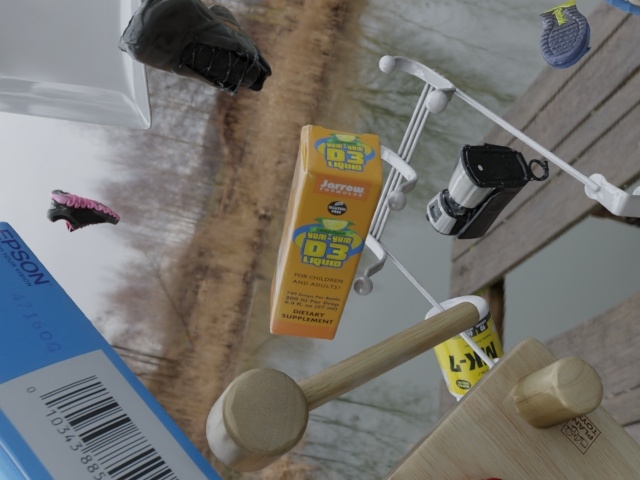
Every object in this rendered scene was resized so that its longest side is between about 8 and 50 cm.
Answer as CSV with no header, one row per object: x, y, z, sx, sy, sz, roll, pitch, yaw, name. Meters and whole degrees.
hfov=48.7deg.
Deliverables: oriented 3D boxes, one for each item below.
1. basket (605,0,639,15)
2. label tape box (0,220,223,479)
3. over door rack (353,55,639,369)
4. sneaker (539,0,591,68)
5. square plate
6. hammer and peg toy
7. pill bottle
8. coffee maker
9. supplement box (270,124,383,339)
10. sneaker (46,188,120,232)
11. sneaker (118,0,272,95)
0.487,-0.459,1.111,0.289,0.255,0.200,-165,85,-68,basket
-0.243,0.198,0.482,0.115,0.249,0.347,-20,-30,-56,label tape box
0.136,-0.022,0.724,0.324,0.108,0.239,42,126,36,over door rack
0.280,-0.222,0.797,0.059,0.053,0.144,61,-150,-26,sneaker
-0.451,-0.338,1.141,0.344,0.348,0.049,102,173,-50,square plate
0.112,0.183,0.447,0.266,0.361,0.127,-36,-12,-27,hammer and peg toy
0.279,0.218,1.305,0.119,0.119,0.208,-113,1,-76,pill bottle
0.308,-0.083,1.331,0.178,0.171,0.120,115,170,-55,coffee maker
0.000,0.000,0.723,0.080,0.078,0.233,-90,10,-48,supplement box
-0.369,-0.037,1.094,0.047,0.119,0.057,25,94,45,sneaker
-0.147,-0.253,0.930,0.109,0.130,0.286,-50,-9,23,sneaker
